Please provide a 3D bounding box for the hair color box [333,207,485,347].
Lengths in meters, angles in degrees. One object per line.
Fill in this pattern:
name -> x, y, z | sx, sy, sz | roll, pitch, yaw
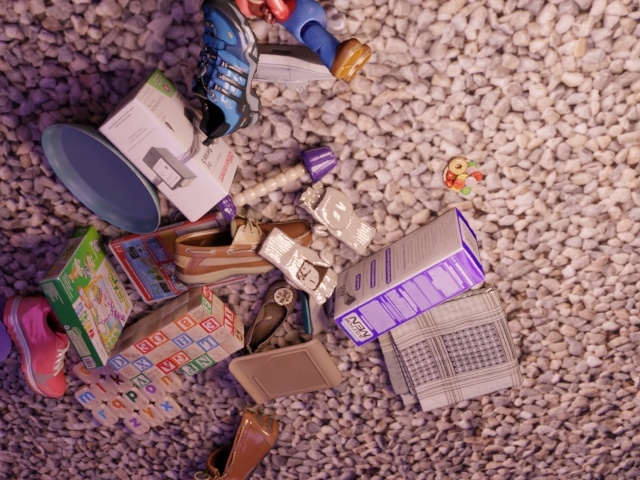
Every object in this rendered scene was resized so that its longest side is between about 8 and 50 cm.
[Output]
hair color box -> 0.196, 0.084, 1.846 | 0.338, 0.185, 0.110 | -29, 115, 20

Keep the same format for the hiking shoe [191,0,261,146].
hiking shoe -> -0.196, -0.336, 1.615 | 0.113, 0.132, 0.304 | 26, 139, 35

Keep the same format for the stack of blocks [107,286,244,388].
stack of blocks -> -0.358, 0.253, 2.017 | 0.297, 0.087, 0.171 | -30, 123, 15

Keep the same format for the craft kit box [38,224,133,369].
craft kit box -> -0.540, 0.129, 1.898 | 0.061, 0.247, 0.250 | -14, 118, 9

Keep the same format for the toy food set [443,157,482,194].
toy food set -> 0.315, -0.143, 1.802 | 0.082, 0.020, 0.083 | 20, 119, -7

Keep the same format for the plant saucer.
plant saucer -> -0.471, -0.141, 1.777 | 0.317, 0.044, 0.318 | 26, 149, 17

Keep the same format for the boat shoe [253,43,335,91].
boat shoe -> -0.058, -0.354, 1.687 | 0.227, 0.079, 0.081 | 8, 127, 7

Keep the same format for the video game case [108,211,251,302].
video game case -> -0.332, 0.045, 1.938 | 0.285, 0.025, 0.204 | -14, 129, 12

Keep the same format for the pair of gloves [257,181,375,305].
pair of gloves -> 0.000, 0.000, 1.825 | 0.204, 0.042, 0.240 | 45, 73, -18

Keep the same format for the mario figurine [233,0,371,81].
mario figurine -> -0.034, -0.458, 1.555 | 0.320, 0.170, 0.198 | 41, 159, 6

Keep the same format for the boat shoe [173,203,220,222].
boat shoe -> -0.287, -0.064, 1.886 | 0.125, 0.038, 0.046 | -14, 118, 12

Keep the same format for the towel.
towel -> 0.315, 0.278, 2.012 | 0.324, 0.056, 0.312 | -15, 119, 12

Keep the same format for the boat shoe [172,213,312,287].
boat shoe -> -0.176, 0.007, 1.825 | 0.324, 0.122, 0.120 | -17, 123, -13

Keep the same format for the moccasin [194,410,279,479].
moccasin -> -0.257, 0.619, 2.213 | 0.147, 0.139, 0.380 | 28, 118, -10

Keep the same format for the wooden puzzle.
wooden puzzle -> -0.087, 0.329, 2.060 | 0.238, 0.044, 0.221 | -17, 139, 10

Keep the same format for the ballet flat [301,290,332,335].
ballet flat -> -0.014, 0.115, 1.951 | 0.086, 0.086, 0.248 | -3, 121, 6

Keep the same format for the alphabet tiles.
alphabet tiles -> -0.515, 0.397, 2.176 | 0.284, 0.021, 0.278 | -29, 113, 19

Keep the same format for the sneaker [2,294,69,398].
sneaker -> -0.694, 0.277, 2.070 | 0.136, 0.116, 0.314 | -8, 118, 8

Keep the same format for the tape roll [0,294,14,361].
tape roll -> -0.868, 0.223, 2.074 | 0.189, 0.080, 0.189 | 2, 119, 3

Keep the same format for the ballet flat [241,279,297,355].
ballet flat -> -0.131, 0.200, 2.011 | 0.084, 0.058, 0.250 | 28, 118, -12

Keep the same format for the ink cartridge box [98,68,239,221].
ink cartridge box -> -0.310, -0.202, 1.718 | 0.114, 0.198, 0.273 | -35, 112, 20

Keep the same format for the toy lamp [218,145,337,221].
toy lamp -> -0.094, -0.128, 1.784 | 0.274, 0.080, 0.080 | -26, 115, 1
